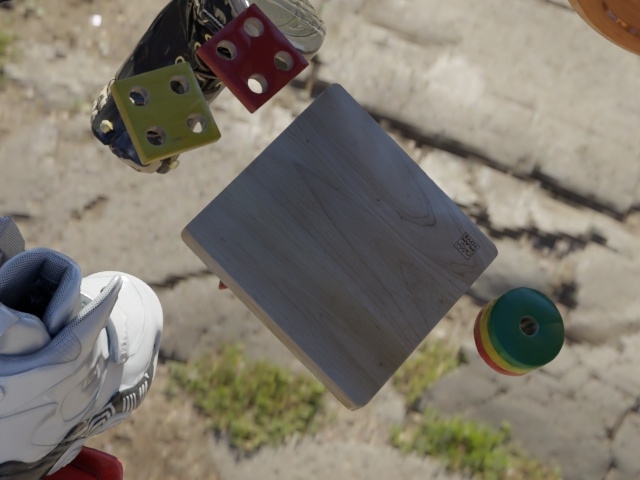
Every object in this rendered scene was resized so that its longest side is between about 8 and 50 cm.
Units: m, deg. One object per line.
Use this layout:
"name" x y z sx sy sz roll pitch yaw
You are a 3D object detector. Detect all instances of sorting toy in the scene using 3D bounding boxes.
"sorting toy" 0.000 0.000 1.022 0.274 0.046 0.132 46 60 -4

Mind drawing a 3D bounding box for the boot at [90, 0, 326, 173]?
"boot" -0.142 -0.201 2.215 0.138 0.284 0.377 29 15 -27

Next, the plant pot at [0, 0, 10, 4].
"plant pot" -0.255 -0.261 1.398 0.188 0.187 0.167 -29 106 -40

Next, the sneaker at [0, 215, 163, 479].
"sneaker" -0.219 0.073 1.621 0.137 0.210 0.366 28 32 9

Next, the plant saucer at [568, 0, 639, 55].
"plant saucer" 0.276 -0.210 1.468 0.200 0.200 0.037 22 50 5

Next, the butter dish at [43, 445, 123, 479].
"butter dish" -0.269 0.256 1.644 0.160 0.159 0.118 16 13 -3
